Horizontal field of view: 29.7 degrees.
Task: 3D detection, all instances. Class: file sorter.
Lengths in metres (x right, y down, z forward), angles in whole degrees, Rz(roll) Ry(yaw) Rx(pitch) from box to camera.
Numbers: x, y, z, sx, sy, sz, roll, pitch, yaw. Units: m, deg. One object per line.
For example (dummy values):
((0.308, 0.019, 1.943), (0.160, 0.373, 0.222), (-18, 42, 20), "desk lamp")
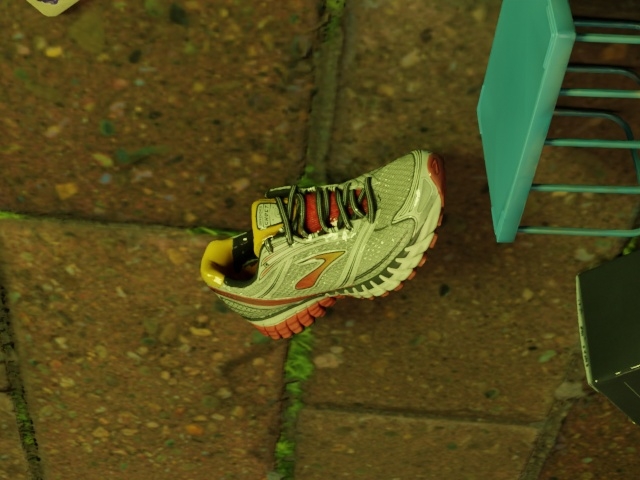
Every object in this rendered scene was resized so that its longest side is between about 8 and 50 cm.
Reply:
((0.164, -0.097, 0.723), (0.105, 0.118, 0.170), (1, 141, -4), "file sorter")

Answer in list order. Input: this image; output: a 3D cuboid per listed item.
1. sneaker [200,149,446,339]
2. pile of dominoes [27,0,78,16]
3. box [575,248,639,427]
((0.000, 0.000, 0.870), (0.093, 0.088, 0.225), (33, 131, -30), "sneaker")
((-0.132, -0.227, 0.639), (0.251, 0.040, 0.196), (-26, 133, 29), "pile of dominoes")
((0.322, 0.067, 0.916), (0.207, 0.108, 0.153), (-24, 134, 30), "box")
